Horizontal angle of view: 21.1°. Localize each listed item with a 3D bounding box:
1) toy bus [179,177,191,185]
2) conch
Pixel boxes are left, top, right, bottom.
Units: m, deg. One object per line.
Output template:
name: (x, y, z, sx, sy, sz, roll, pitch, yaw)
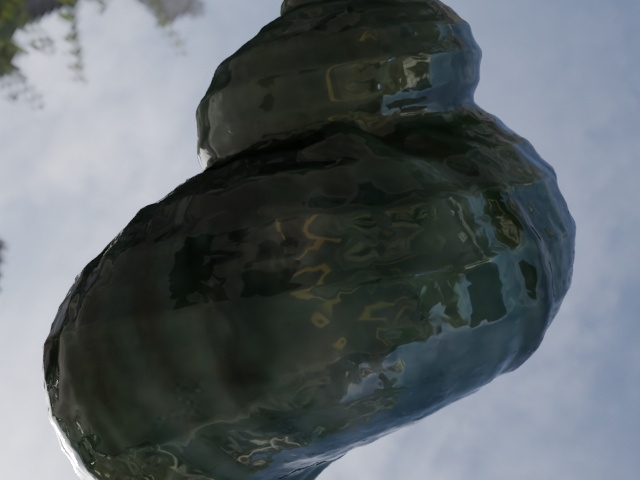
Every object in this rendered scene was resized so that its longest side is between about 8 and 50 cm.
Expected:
toy bus: (-0.011, 0.015, 1.102, 0.201, 0.114, 0.098, 2, -100, 42)
conch: (0.000, 0.000, 0.733, 0.220, 0.195, 0.277, 11, -92, 40)
